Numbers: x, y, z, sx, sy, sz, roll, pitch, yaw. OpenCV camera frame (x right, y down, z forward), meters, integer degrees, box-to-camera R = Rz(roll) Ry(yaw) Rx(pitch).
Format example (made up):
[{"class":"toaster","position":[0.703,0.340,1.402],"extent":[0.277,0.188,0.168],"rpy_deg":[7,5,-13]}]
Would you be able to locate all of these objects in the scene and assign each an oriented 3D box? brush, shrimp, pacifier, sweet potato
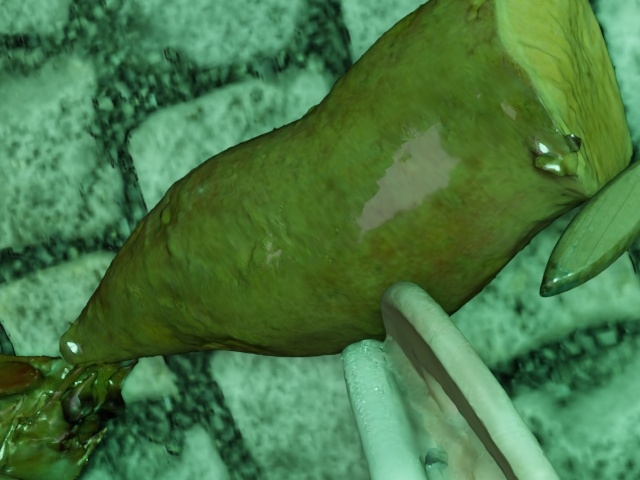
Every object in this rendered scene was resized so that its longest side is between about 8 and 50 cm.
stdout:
[{"class":"brush","position":[0.160,-0.045,0.696],"extent":[0.070,0.021,0.196],"rpy_deg":[42,81,15]},{"class":"shrimp","position":[-0.207,0.124,0.985],"extent":[0.267,0.061,0.145],"rpy_deg":[-37,73,33]},{"class":"pacifier","position":[0.123,0.147,0.709],"extent":[0.273,0.220,0.332],"rpy_deg":[-8,128,25]},{"class":"sweet potato","position":[0.001,-0.001,0.801],"extent":[0.336,0.131,0.131],"rpy_deg":[-34,84,30]}]

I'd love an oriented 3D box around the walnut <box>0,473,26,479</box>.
[{"class":"walnut","position":[-0.167,0.245,0.882],"extent":[0.225,0.225,0.261],"rpy_deg":[-32,120,31]}]
